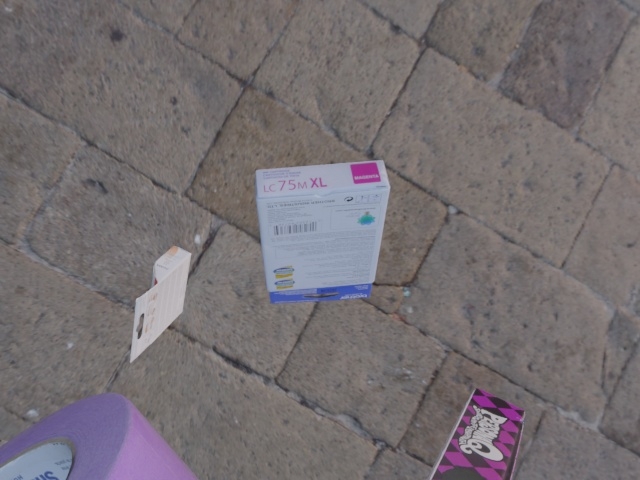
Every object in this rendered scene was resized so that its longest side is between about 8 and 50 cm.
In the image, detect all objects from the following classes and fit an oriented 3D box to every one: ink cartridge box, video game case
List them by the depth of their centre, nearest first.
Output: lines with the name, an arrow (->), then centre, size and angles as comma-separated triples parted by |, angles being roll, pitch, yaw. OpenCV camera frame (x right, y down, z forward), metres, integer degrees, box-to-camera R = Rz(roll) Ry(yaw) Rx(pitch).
video game case -> 0.040, 0.226, 0.360 | 0.042, 0.210, 0.232 | 25, 113, 19
ink cartridge box -> 0.000, 0.000, 1.008 | 0.186, 0.311, 0.065 | -5, 54, -4
ink cartridge box -> -0.301, 0.112, 1.155 | 0.045, 0.179, 0.145 | 22, 121, 12

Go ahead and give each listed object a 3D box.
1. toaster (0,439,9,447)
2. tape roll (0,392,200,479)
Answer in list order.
toaster -> -0.397, 0.276, 0.635 | 0.168, 0.110, 0.185 | 11, 104, -1
tape roll -> -0.204, 0.225, 0.398 | 0.275, 0.275, 0.090 | -38, 106, -12
